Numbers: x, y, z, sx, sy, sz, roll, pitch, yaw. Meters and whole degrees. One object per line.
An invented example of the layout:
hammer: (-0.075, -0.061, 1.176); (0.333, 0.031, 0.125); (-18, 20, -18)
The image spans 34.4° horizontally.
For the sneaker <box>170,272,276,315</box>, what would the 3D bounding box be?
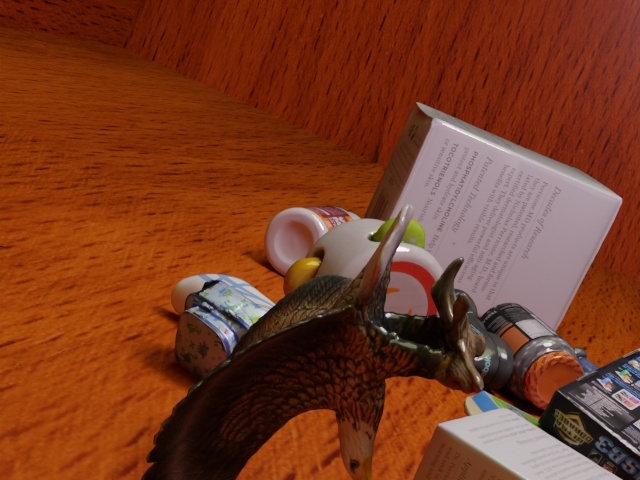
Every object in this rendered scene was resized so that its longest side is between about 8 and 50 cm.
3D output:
sneaker: (-0.095, 0.108, 1.292); (0.237, 0.085, 0.086); (24, 19, 22)

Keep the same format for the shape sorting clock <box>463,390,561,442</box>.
shape sorting clock: (0.274, 0.268, 1.347); (0.206, 0.040, 0.206); (33, 9, -6)

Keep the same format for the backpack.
backpack: (-0.108, 0.117, 1.188); (0.114, 0.105, 0.084); (28, 36, 20)

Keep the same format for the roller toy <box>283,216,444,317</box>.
roller toy: (0.069, 0.073, 1.478); (0.191, 0.209, 0.146); (60, -8, -29)

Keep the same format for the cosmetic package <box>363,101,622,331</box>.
cosmetic package: (0.321, -0.045, 2.095); (0.394, 0.327, 0.329); (22, 12, -7)

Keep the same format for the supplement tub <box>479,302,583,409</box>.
supplement tub: (0.326, 0.183, 1.625); (0.117, 0.117, 0.190); (18, 14, -22)

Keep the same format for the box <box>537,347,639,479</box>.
box: (0.494, 0.274, 1.401); (0.295, 0.073, 0.293); (38, 33, 31)

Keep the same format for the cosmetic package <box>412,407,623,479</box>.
cosmetic package: (0.182, 0.266, 0.936); (0.184, 0.151, 0.151); (31, 14, 30)

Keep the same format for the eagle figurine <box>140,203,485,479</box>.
eagle figurine: (-0.006, 0.121, 0.914); (0.298, 0.225, 0.226); (-10, -37, 11)

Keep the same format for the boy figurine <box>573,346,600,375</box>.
boy figurine: (0.480, 0.261, 1.625); (0.177, 0.092, 0.285); (12, 17, -41)

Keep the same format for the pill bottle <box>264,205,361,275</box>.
pill bottle: (0.000, 0.000, 1.818); (0.121, 0.121, 0.221); (27, 13, 20)

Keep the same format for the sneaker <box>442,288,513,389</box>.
sneaker: (0.201, 0.139, 1.634); (0.106, 0.101, 0.267); (14, 14, -26)
